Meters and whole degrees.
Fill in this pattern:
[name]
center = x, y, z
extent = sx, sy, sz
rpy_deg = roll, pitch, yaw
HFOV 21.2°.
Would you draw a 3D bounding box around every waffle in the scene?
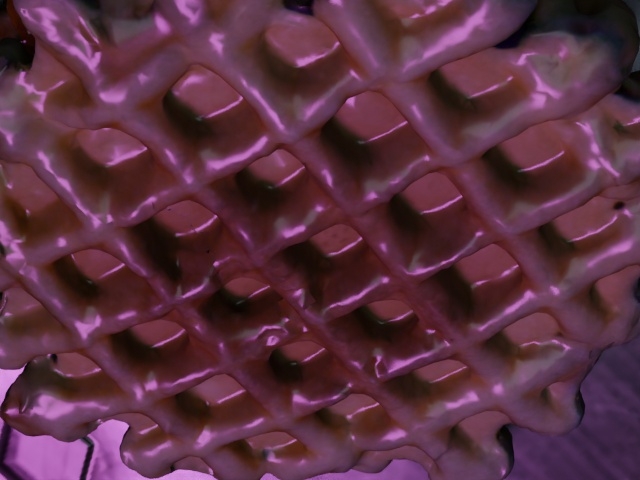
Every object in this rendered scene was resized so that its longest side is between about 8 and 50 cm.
[waffle]
center = 0.000, 0.000, 0.696
extent = 0.292, 0.056, 0.309
rpy_deg = 5, 133, -8

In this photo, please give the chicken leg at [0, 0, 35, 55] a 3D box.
[chicken leg]
center = -0.069, -0.112, 0.687
extent = 0.207, 0.101, 0.085
rpy_deg = -19, 77, 19
